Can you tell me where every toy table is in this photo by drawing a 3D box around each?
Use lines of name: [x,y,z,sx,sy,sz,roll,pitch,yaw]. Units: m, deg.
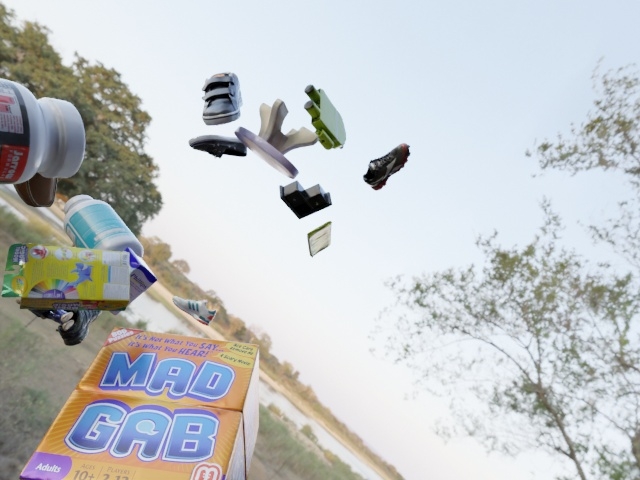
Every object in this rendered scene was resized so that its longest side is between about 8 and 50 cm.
toy table: [-0.145,-0.348,1.441,0.274,0.161,0.252,37,-6,7]

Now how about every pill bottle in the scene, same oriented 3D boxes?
pill bottle: [-0.654,-0.021,1.250,0.264,0.146,0.146,44,-14,22]
pill bottle: [-0.673,-0.213,0.803,0.210,0.210,0.363,34,22,25]

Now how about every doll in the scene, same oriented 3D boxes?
doll: [-0.868,0.210,1.323,0.188,0.046,0.129,23,-54,8]

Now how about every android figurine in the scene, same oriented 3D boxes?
android figurine: [0.023,-0.459,1.615,0.056,0.248,0.273,-16,-32,25]

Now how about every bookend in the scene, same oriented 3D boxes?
bookend: [-0.058,-0.179,1.684,0.156,0.157,0.072,49,24,-48]

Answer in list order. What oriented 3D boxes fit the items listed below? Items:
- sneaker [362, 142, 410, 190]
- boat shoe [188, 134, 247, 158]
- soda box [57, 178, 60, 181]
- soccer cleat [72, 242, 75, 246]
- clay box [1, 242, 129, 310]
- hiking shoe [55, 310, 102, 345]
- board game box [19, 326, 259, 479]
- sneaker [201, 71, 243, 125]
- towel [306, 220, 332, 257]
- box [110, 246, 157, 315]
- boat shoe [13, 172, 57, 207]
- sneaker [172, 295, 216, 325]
sneaker: [0.302,-0.353,1.981,0.135,0.276,0.098,15,41,-39]
boat shoe: [-0.374,-0.341,1.574,0.080,0.228,0.076,-24,-104,47]
soda box: [-0.936,-0.242,1.487,0.061,0.181,0.058,52,-2,-29]
soccer cleat: [-0.729,0.040,1.392,0.196,0.076,0.068,36,-10,9]
clay box: [-0.522,0.079,0.881,0.053,0.222,0.128,-48,-134,41]
hiking shoe: [-0.804,0.232,1.419,0.086,0.227,0.114,1,-43,-1]
board game box: [-0.349,0.469,0.969,0.356,0.356,0.356,7,-53,1]
sneaker: [-0.323,-0.464,1.363,0.321,0.126,0.128,-101,-178,-59]
towel: [0.000,0.000,1.597,0.021,0.102,0.237,57,-10,18]
box: [-0.520,0.103,1.108,0.126,0.137,0.072,31,-23,46]
boat shoe: [-0.863,-0.263,1.291,0.119,0.122,0.324,5,-79,30]
sneaker: [-0.442,0.231,1.494,0.161,0.075,0.057,35,-14,-1]
